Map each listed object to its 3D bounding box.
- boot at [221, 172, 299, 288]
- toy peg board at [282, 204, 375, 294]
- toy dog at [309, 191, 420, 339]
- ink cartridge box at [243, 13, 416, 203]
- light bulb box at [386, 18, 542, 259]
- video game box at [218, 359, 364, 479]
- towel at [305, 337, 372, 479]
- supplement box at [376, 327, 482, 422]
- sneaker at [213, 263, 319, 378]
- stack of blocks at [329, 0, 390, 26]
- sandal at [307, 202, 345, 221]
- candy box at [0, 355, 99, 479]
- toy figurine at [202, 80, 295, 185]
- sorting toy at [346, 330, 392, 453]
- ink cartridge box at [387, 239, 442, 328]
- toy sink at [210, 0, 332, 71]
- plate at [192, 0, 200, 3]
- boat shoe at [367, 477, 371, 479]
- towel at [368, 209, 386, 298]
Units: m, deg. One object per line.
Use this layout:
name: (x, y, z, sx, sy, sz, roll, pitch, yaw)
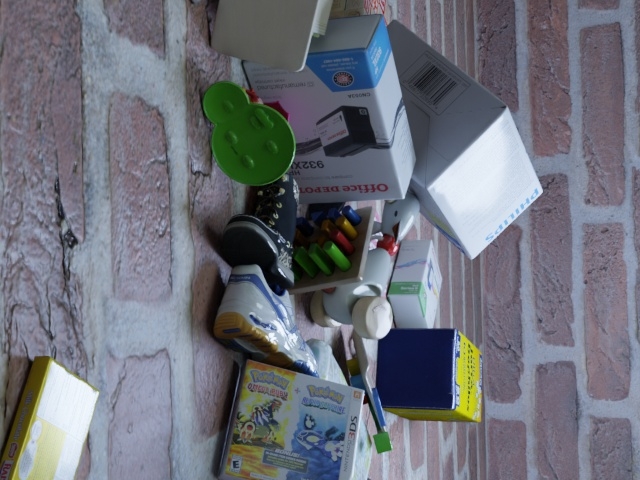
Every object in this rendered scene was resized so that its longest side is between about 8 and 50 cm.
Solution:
boot: (-0.092, -0.038, 1.444, 0.236, 0.085, 0.179, 60, 32, -62)
toy peg board: (0.000, 0.000, 1.600, 0.079, 0.161, 0.161, 48, 42, -39)
toy dog: (0.074, 0.029, 1.733, 0.161, 0.220, 0.334, 46, 40, -39)
ink cartridge box: (0.024, -0.220, 1.569, 0.129, 0.223, 0.308, -70, 151, -45)
light bulb box: (0.239, -0.204, 1.881, 0.358, 0.225, 0.361, 48, 1, 33)
video game box: (-0.041, 0.301, 1.403, 0.048, 0.205, 0.187, 126, -23, -56)
towel: (0.000, 0.418, 1.657, 0.375, 0.090, 0.321, 68, 25, -43)
supplement box: (0.284, 0.348, 2.272, 0.356, 0.195, 0.194, 39, 52, -65)
sneaker: (-0.068, 0.141, 1.451, 0.296, 0.111, 0.131, 57, 35, -56)
stack of blocks: (0.091, -0.535, 1.973, 0.171, 0.087, 0.297, 53, 39, -57)
sandal: (0.005, -0.038, 1.742, 0.040, 0.067, 0.179, 79, 26, -52)
candy box: (-0.295, 0.236, 0.945, 0.105, 0.027, 0.206, 62, 33, -55)
toy figurine: (-0.108, -0.190, 1.420, 0.173, 0.130, 0.159, 55, 17, -16)
sorting toy: (0.092, 0.308, 1.869, 0.348, 0.047, 0.196, -102, 177, -69)
ink cartridge box: (0.249, 0.122, 2.346, 0.212, 0.093, 0.154, -72, 152, -46)
toy sink: (-0.061, -0.392, 1.399, 0.131, 0.152, 0.234, -44, 148, -76)
plate: (-0.167, -0.536, 1.334, 0.277, 0.045, 0.278, -68, 150, -48)
boat shoe: (0.073, 0.601, 1.848, 0.084, 0.079, 0.233, -8, 97, -71)
towel: (0.135, 0.043, 2.132, 0.144, 0.029, 0.197, 47, 45, -60)
